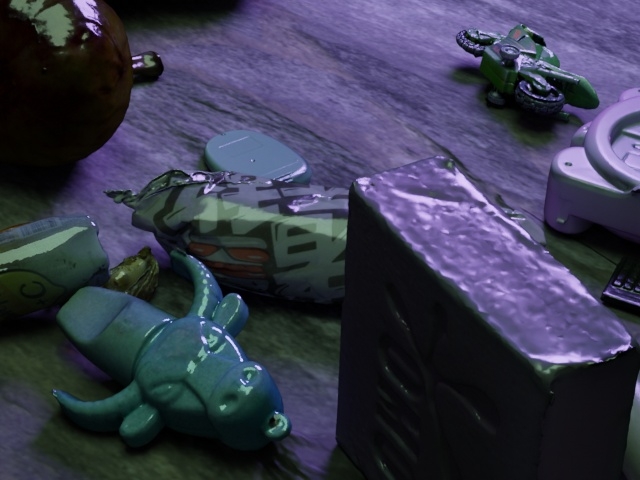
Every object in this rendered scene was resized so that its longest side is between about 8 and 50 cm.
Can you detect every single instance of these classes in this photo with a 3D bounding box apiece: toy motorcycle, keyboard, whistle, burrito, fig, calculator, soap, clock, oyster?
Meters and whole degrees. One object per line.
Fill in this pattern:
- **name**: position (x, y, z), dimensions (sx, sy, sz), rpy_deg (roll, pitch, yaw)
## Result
- **toy motorcycle**: position (0.240, -0.202, 2.117), dimensions (0.106, 0.074, 0.190), rpy_deg (-7, 37, -29)
- **keyboard**: position (0.408, 0.074, 1.793), dimensions (0.250, 0.017, 0.087), rpy_deg (19, 37, 18)
- **whistle**: position (-0.131, 0.113, 1.625), dimensions (0.274, 0.093, 0.186), rpy_deg (26, 68, 32)
- **burrito**: position (0.000, 0.000, 1.784), dimensions (0.445, 0.101, 0.139), rpy_deg (7, 41, 1)
- **fig**: position (-0.268, -0.180, 1.973), dimensions (0.217, 0.217, 0.321), rpy_deg (23, 11, 23)
- **calculator**: position (-0.065, -0.078, 1.949), dimensions (0.095, 0.021, 0.153), rpy_deg (-23, 41, -31)
- **soap**: position (0.129, 0.126, 1.464), dimensions (0.107, 0.296, 0.285), rpy_deg (-20, 41, -25)
- **clock**: position (0.377, -0.073, 1.933), dimensions (0.227, 0.090, 0.248), rpy_deg (19, 37, 18)
- **oyster**: position (-0.196, 0.045, 1.767), dimensions (0.083, 0.038, 0.081), rpy_deg (-20, 34, -1)

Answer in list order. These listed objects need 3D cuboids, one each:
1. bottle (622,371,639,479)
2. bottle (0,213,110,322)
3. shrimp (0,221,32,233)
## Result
- **bottle**: position (0.305, 0.203, 1.561), dimensions (0.072, 0.072, 0.201), rpy_deg (-9, 38, -17)
- **bottle**: position (-0.334, 0.047, 1.700), dimensions (0.269, 0.083, 0.083), rpy_deg (-20, 41, -11)
- **shrimp**: position (-0.274, 0.018, 1.794), dimensions (0.127, 0.025, 0.091), rpy_deg (31, 40, 26)
